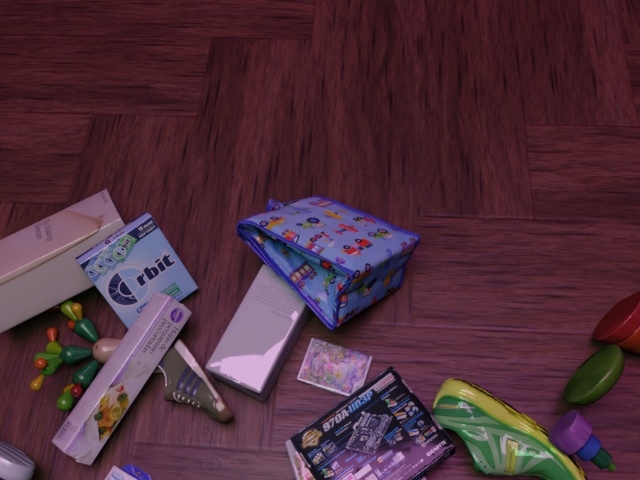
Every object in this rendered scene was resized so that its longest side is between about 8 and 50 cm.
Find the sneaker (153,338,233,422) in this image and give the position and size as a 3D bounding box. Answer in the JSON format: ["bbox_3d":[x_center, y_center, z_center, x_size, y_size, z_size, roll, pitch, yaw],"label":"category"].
[{"bbox_3d":[-0.242,0.274,1.262,0.086,0.064,0.192,-35,60,-14],"label":"sneaker"}]

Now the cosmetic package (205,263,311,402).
[{"bbox_3d":[-0.106,0.172,1.299,0.117,0.085,0.231,23,67,14],"label":"cosmetic package"}]

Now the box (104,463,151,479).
[{"bbox_3d":[-0.352,0.455,1.187,0.081,0.028,0.136,24,67,15],"label":"box"}]

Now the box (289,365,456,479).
[{"bbox_3d":[0.087,0.342,1.152,0.220,0.051,0.175,-34,58,-11],"label":"box"}]

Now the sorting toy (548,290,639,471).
[{"bbox_3d":[0.518,0.248,1.187,0.126,0.127,0.365,41,54,4],"label":"sorting toy"}]

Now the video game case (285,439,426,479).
[{"bbox_3d":[0.070,0.408,1.159,0.207,0.026,0.227,-20,58,-3],"label":"video game case"}]

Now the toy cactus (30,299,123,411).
[{"bbox_3d":[-0.447,0.204,1.298,0.181,0.112,0.218,-4,51,-11],"label":"toy cactus"}]

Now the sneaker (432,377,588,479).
[{"bbox_3d":[0.321,0.354,1.180,0.296,0.109,0.123,33,95,15],"label":"sneaker"}]

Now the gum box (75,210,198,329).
[{"bbox_3d":[-0.346,0.063,1.318,0.157,0.184,0.041,-36,31,-16],"label":"gum box"}]

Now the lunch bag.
[{"bbox_3d":[0.000,0.000,1.319,0.293,0.138,0.221,36,37,26],"label":"lunch bag"}]

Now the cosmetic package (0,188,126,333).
[{"bbox_3d":[-0.522,0.037,1.347,0.310,0.113,0.160,-30,36,-12],"label":"cosmetic package"}]

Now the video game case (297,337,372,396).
[{"bbox_3d":[0.027,0.240,1.294,0.122,0.011,0.087,16,63,11],"label":"video game case"}]

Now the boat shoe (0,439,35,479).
[{"bbox_3d":[-0.649,0.386,1.204,0.335,0.121,0.119,12,70,21],"label":"boat shoe"}]

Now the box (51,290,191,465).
[{"bbox_3d":[-0.357,0.245,1.254,0.067,0.063,0.324,8,60,49],"label":"box"}]
